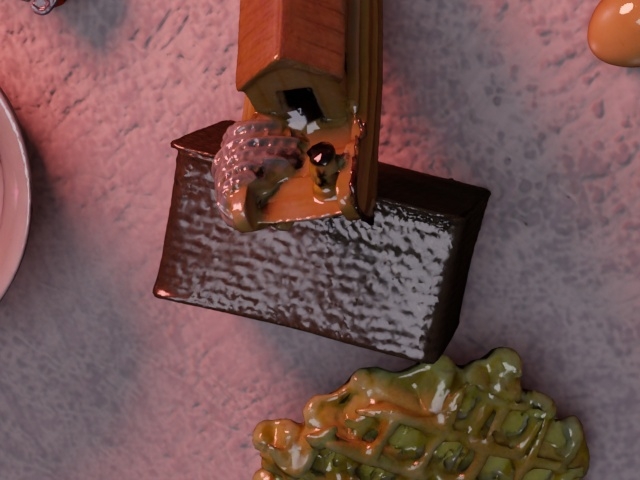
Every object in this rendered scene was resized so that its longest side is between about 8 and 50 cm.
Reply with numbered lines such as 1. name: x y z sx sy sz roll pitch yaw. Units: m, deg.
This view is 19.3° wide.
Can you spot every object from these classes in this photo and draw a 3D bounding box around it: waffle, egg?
1. waffle: 0.096 0.237 1.736 0.317 0.073 0.297 -17 119 5
2. egg: 0.281 -0.192 1.657 0.096 0.080 0.080 -15 97 19

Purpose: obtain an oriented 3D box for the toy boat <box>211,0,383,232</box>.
1. toy boat: -0.017 -0.198 1.599 0.135 0.162 0.446 -7 55 16

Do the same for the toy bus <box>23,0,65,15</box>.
1. toy bus: -0.297 -0.293 1.776 0.174 0.077 0.079 38 107 4

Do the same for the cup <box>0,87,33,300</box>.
1. cup: -0.420 -0.065 1.799 0.347 0.163 0.347 2 102 9

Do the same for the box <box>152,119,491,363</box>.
1. box: 0.001 -0.002 1.705 0.273 0.184 0.143 14 103 10
